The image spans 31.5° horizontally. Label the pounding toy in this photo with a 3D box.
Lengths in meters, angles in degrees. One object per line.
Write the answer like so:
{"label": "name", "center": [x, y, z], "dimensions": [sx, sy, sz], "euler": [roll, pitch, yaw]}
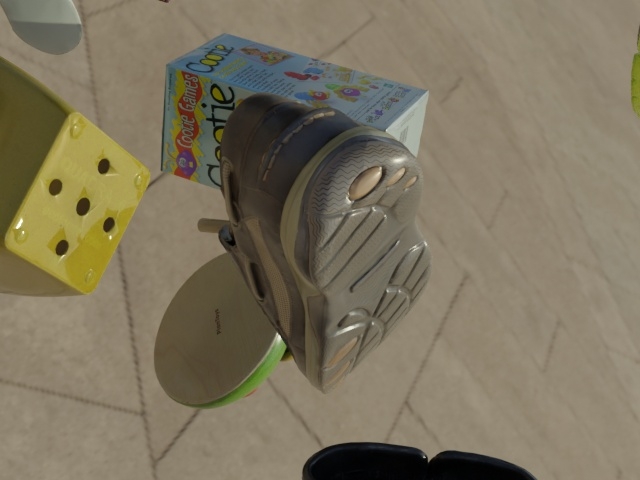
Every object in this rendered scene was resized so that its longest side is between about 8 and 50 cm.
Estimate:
{"label": "pounding toy", "center": [-0.074, 0.091, 1.254], "dimensions": [0.110, 0.182, 0.237], "euler": [40, 56, -41]}

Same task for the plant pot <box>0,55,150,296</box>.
{"label": "plant pot", "center": [-0.302, -0.055, 1.133], "dimensions": [0.212, 0.187, 0.212], "euler": [-64, 148, -12]}

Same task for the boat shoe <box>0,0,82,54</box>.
{"label": "boat shoe", "center": [-0.353, -0.310, 1.314], "dimensions": [0.219, 0.077, 0.070], "euler": [53, 11, -42]}

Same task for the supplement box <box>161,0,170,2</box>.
{"label": "supplement box", "center": [-0.141, -0.230, 0.884], "dimensions": [0.054, 0.083, 0.043], "euler": [14, 67, 3]}

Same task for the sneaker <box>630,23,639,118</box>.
{"label": "sneaker", "center": [0.394, -0.202, 1.186], "dimensions": [0.295, 0.123, 0.110], "euler": [63, 44, -66]}

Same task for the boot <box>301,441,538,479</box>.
{"label": "boot", "center": [-0.009, 0.241, 0.857], "dimensions": [0.118, 0.338, 0.223], "euler": [-100, -171, -53]}

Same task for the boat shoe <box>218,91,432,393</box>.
{"label": "boat shoe", "center": [0.000, 0.000, 0.858], "dimensions": [0.130, 0.132, 0.355], "euler": [42, -20, 21]}

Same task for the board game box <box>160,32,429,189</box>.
{"label": "board game box", "center": [-0.033, -0.128, 1.344], "dimensions": [0.275, 0.142, 0.144], "euler": [19, 32, 18]}
